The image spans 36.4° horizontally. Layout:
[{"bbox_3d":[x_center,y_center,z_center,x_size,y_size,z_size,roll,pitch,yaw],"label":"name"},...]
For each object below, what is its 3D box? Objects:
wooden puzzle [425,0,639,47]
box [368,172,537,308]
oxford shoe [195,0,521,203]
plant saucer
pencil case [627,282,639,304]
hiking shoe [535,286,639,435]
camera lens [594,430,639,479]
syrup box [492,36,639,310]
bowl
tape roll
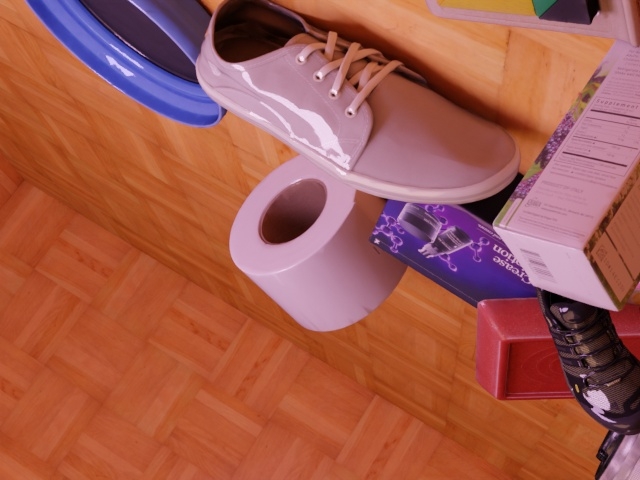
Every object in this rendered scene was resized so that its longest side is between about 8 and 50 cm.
[{"bbox_3d":[0.149,-0.259,0.825,0.238,0.044,0.221,22,156,38],"label":"wooden puzzle"},{"bbox_3d":[0.215,-0.007,1.292,0.261,0.103,0.184,32,151,7],"label":"box"},{"bbox_3d":[0.029,-0.175,1.166,0.449,0.169,0.130,28,144,23],"label":"oxford shoe"},{"bbox_3d":[0.340,0.154,1.304,0.258,0.048,0.258,-3,148,6],"label":"plant saucer"},{"bbox_3d":[0.344,-0.028,1.015,0.124,0.113,0.273,46,170,27],"label":"pencil case"},{"bbox_3d":[0.294,0.111,1.091,0.114,0.086,0.227,40,-157,-56],"label":"hiking shoe"},{"bbox_3d":[0.572,0.341,1.469,0.274,0.219,0.219,29,164,18],"label":"camera lens"},{"bbox_3d":[0.261,-0.068,0.835,0.096,0.237,0.093,19,158,47],"label":"syrup box"},{"bbox_3d":[-0.292,-0.325,1.486,0.391,0.077,0.391,31,164,10],"label":"bowl"},{"bbox_3d":[0.000,0.000,1.558,0.246,0.246,0.169,16,156,48],"label":"tape roll"}]
